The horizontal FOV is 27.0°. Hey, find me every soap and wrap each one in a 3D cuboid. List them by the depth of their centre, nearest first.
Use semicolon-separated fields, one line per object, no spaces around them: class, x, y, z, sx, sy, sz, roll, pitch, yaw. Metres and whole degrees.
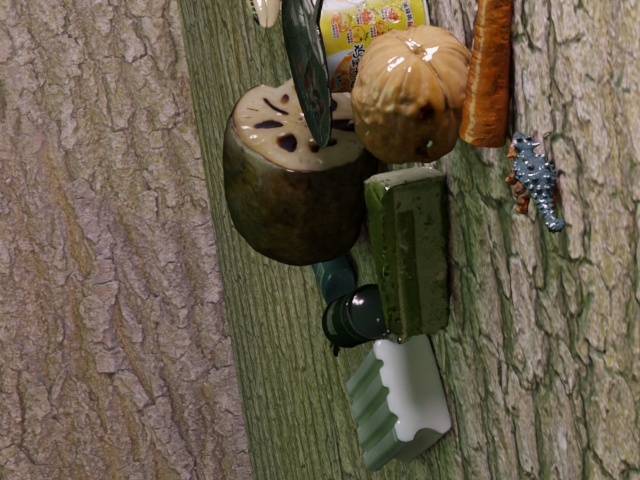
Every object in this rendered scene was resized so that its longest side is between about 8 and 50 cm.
soap;0.117;0.255;2.074;0.265;0.087;0.160;113;144;-69

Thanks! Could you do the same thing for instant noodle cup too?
instant noodle cup;0.047;-0.286;1.807;0.205;0.153;0.205;170;90;-79

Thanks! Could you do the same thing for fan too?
fan;-0.009;-0.229;1.727;0.294;0.012;0.223;-160;60;-76

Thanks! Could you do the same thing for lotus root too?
lotus root;-0.035;-0.092;2.168;0.346;0.250;0.250;92;163;-60

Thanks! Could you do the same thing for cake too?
cake;0.122;0.014;1.834;0.099;0.100;0.235;-126;28;-66

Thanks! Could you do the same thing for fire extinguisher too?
fire extinguisher;0.058;0.131;2.240;0.294;0.093;0.118;141;143;-76

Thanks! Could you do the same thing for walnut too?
walnut;0.112;-0.170;1.606;0.184;0.155;0.155;91;163;-51

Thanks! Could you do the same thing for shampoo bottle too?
shampoo bottle;0.000;0.000;2.442;0.104;0.061;0.258;92;162;-46

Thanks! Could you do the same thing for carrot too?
carrot;0.189;-0.212;1.481;0.057;0.057;0.224;-120;26;-55

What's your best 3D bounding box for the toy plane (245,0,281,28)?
toy plane;-0.106;-0.503;2.436;0.229;0.092;0.244;131;127;-71

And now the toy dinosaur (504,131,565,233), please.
toy dinosaur;0.230;-0.060;1.420;0.154;0.049;0.055;-106;16;-44
